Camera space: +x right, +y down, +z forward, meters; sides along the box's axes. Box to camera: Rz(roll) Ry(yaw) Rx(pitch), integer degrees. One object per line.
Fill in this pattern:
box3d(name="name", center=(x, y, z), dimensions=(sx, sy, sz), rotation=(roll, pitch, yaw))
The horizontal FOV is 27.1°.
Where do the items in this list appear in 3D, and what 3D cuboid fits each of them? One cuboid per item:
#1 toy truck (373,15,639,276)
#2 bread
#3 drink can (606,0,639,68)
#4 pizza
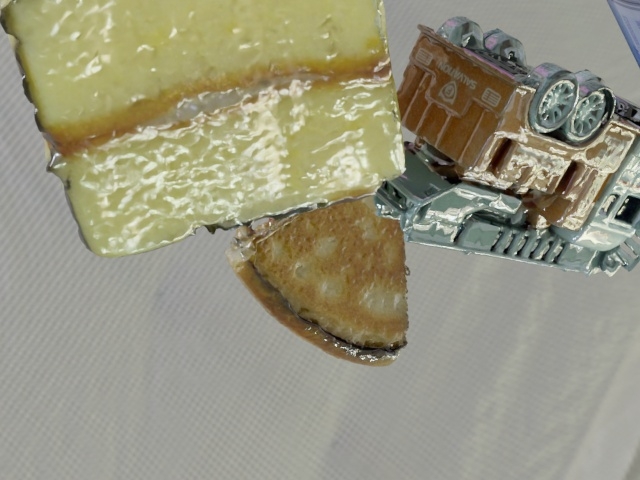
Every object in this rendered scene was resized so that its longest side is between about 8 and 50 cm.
box3d(name="toy truck", center=(0.195, -0.066, 1.180), dimensions=(0.338, 0.133, 0.184), rotation=(13, -70, -47))
box3d(name="bread", center=(-0.078, -0.107, 0.926), dimensions=(0.236, 0.198, 0.263), rotation=(-38, -39, -23))
box3d(name="drink can", center=(0.185, -0.097, 0.590), dimensions=(0.235, 0.097, 0.097), rotation=(50, -123, -38))
box3d(name="pizza", center=(0.000, 0.000, 1.582), dimensions=(0.251, 0.074, 0.288), rotation=(11, -106, -37))
